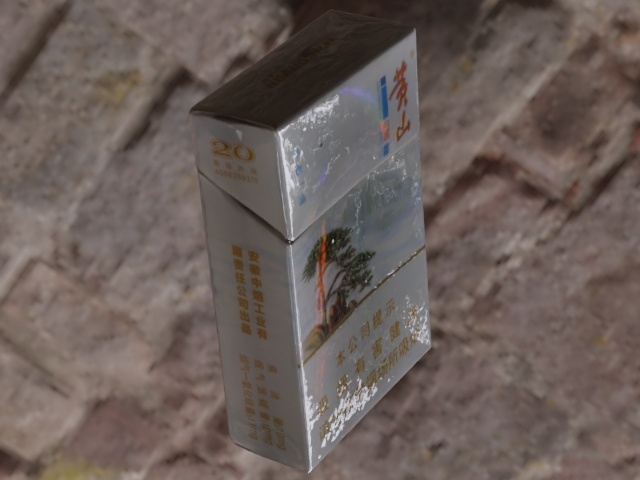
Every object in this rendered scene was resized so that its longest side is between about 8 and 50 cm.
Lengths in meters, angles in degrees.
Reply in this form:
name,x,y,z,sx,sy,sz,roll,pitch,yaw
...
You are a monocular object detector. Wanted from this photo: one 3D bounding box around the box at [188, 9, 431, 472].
name,x,y,z,sx,sy,sz,roll,pitch,yaw
box,0.000,-0.001,0.950,0.149,0.067,0.233,-44,138,-45
